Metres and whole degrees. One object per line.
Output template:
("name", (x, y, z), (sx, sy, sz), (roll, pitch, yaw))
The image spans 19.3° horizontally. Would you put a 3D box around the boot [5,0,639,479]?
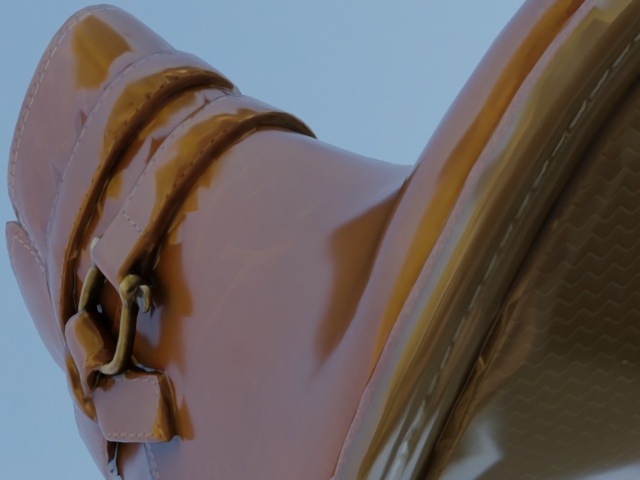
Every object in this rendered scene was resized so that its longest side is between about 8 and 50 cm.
("boot", (0.000, 0.000, 0.471), (0.109, 0.283, 0.220), (-12, -134, -26))
